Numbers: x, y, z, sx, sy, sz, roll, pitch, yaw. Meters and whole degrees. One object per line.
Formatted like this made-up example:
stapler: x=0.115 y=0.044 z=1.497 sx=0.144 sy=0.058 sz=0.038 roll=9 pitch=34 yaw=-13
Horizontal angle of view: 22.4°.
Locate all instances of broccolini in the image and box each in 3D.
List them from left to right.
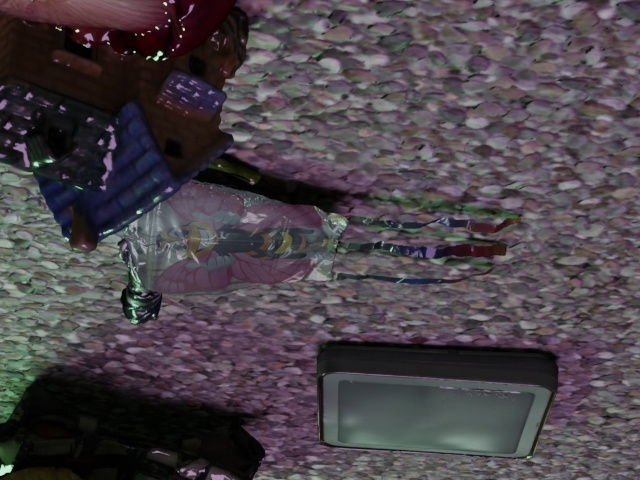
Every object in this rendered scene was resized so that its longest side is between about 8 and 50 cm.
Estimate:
broccolini: x=-0.111 y=-0.072 z=1.377 sx=0.140 sy=0.030 sz=0.035 roll=20 pitch=158 yaw=-40

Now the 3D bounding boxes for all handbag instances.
handbag: x=-0.276 y=0.340 z=2.017 sx=0.325 sy=0.162 sz=0.327 roll=11 pitch=132 yaw=-21

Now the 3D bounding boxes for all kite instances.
kite: x=0.000 y=0.003 z=1.486 sx=0.360 sy=0.022 sz=0.204 roll=0 pitch=149 yaw=-7

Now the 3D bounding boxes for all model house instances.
model house: x=-0.168 y=-0.089 z=1.175 sx=0.183 sy=0.172 sz=0.166 roll=22 pitch=150 yaw=-33

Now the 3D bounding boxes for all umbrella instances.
umbrella: x=-0.170 y=0.029 z=1.563 sx=0.050 sy=0.046 sz=0.188 roll=-14 pitch=158 yaw=-17

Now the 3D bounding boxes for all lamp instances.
lamp: x=0.128 y=0.191 z=1.870 sx=0.266 sy=0.047 sz=0.269 roll=2 pitch=154 yaw=1

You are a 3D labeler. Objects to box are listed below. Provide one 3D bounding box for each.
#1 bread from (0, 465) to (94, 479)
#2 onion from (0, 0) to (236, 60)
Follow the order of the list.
bread: x=-0.309 y=0.392 z=1.868 sx=0.227 sy=0.142 sz=0.253 roll=-39 pitch=120 yaw=3
onion: x=-0.155 y=-0.204 z=0.952 sx=0.248 sy=0.161 sz=0.248 roll=9 pitch=148 yaw=6
